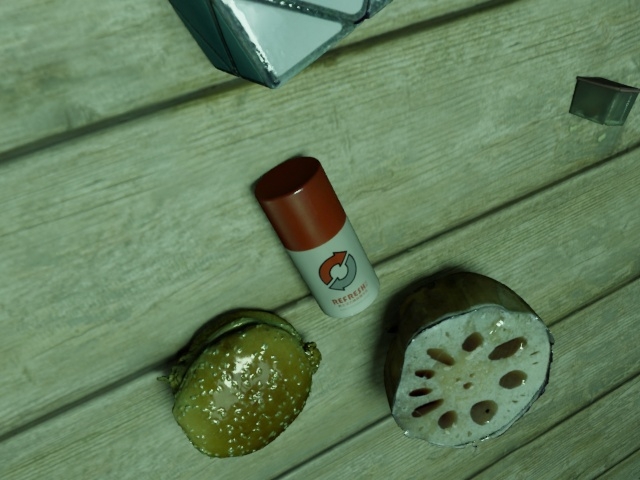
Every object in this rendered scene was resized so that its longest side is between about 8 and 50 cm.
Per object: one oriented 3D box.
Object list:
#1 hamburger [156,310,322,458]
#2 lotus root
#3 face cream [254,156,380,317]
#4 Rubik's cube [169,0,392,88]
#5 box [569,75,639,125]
[{"bbox_3d":[-0.098,0.198,0.726,0.215,0.122,0.189,-34,121,-12],"label":"hamburger"},{"bbox_3d":[0.212,0.175,0.836,0.272,0.192,0.272,-6,120,-11],"label":"lotus root"},{"bbox_3d":[0.000,0.000,0.699,0.096,0.096,0.214,-34,123,-9],"label":"face cream"},{"bbox_3d":[-0.052,-0.291,0.474,0.207,0.205,0.205,-38,123,-5],"label":"Rubik's cube"},{"bbox_3d":[0.457,-0.226,0.834,0.060,0.084,0.063,-5,120,-26],"label":"box"}]
